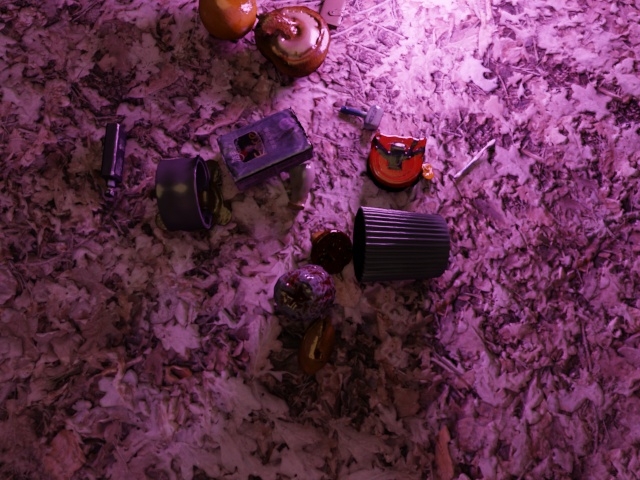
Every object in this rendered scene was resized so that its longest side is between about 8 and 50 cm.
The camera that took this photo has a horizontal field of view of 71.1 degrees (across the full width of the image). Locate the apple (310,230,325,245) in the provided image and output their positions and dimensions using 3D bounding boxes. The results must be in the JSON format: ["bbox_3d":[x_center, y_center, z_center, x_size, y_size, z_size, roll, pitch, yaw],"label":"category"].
[{"bbox_3d":[0.000,0.000,1.866,0.083,0.071,0.084,0,79,-2],"label":"apple"}]

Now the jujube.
[{"bbox_3d":[-0.057,0.198,1.707,0.225,0.317,0.226,0,87,8],"label":"jujube"}]

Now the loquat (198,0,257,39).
[{"bbox_3d":[-0.408,-1.022,1.979,0.262,0.263,0.263,0,78,-1],"label":"loquat"}]

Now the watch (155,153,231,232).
[{"bbox_3d":[-0.528,-0.200,1.766,0.313,0.327,0.336,-4,78,-2],"label":"watch"}]

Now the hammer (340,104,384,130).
[{"bbox_3d":[0.178,-0.561,1.996,0.193,0.069,0.116,19,79,11],"label":"hammer"}]

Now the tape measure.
[{"bbox_3d":[0.326,-0.336,1.922,0.253,0.114,0.261,7,78,1],"label":"tape measure"}]

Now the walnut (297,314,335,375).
[{"bbox_3d":[-0.013,0.408,1.757,0.137,0.137,0.245,20,69,3],"label":"walnut"}]

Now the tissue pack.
[{"bbox_3d":[-0.232,-0.386,1.894,0.361,0.122,0.259,-23,63,-4],"label":"tissue pack"}]

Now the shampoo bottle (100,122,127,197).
[{"bbox_3d":[-0.883,-0.334,1.902,0.071,0.098,0.310,3,79,-5],"label":"shampoo bottle"}]

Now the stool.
[{"bbox_3d":[0.310,0.018,1.768,0.329,0.297,0.298,1,78,-5],"label":"stool"}]

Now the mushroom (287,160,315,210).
[{"bbox_3d":[-0.079,-0.238,1.911,0.116,0.093,0.225,-2,87,17],"label":"mushroom"}]

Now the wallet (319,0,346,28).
[{"bbox_3d":[0.056,-1.077,2.109,0.117,0.039,0.153,15,77,4],"label":"wallet"}]

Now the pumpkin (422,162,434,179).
[{"bbox_3d":[0.468,-0.298,1.961,0.050,0.028,0.083,-1,70,0],"label":"pumpkin"}]

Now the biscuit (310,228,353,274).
[{"bbox_3d":[0.046,0.047,1.835,0.192,0.049,0.192,-5,105,-20],"label":"biscuit"}]

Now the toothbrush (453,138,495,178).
[{"bbox_3d":[0.681,-0.358,1.979,0.269,0.027,0.021,-42,47,-9],"label":"toothbrush"}]

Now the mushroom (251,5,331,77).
[{"bbox_3d":[-0.122,-0.878,1.950,0.345,0.259,0.346,0,79,-1],"label":"mushroom"}]
